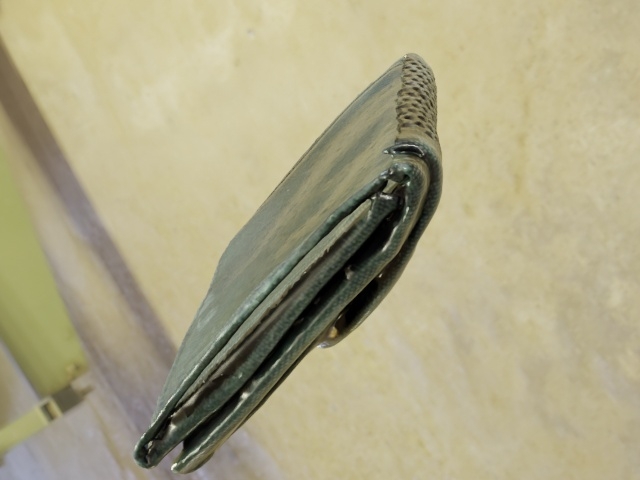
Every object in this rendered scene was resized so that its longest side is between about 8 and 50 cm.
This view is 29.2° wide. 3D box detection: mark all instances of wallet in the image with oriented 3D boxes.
[{"bbox_3d":[0.000,0.000,0.801,0.075,0.237,0.342,37,-163,-7],"label":"wallet"}]
